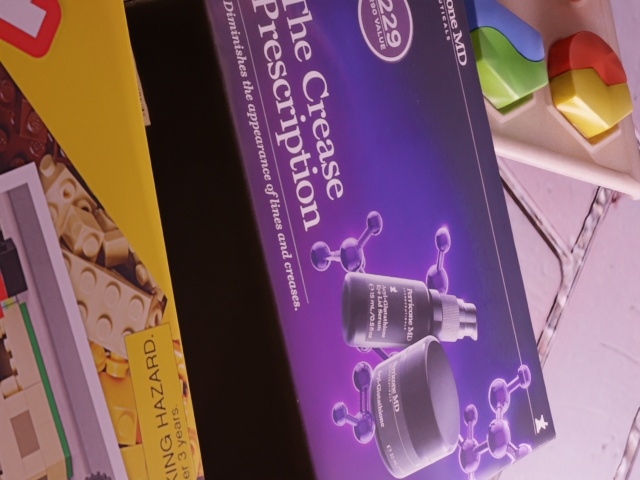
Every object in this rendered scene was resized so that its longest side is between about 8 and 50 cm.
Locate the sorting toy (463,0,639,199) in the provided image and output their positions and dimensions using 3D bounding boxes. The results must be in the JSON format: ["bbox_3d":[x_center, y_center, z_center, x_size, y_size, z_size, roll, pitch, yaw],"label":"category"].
[{"bbox_3d":[0.115,-0.131,1.055,0.208,0.038,0.193,16,60,-48],"label":"sorting toy"}]

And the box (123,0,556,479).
[{"bbox_3d":[0.000,0.000,0.898,0.184,0.103,0.261,-23,103,-50],"label":"box"}]

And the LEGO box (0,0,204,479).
[{"bbox_3d":[-0.235,0.042,0.556,0.372,0.193,0.500,-15,98,-48],"label":"LEGO box"}]
